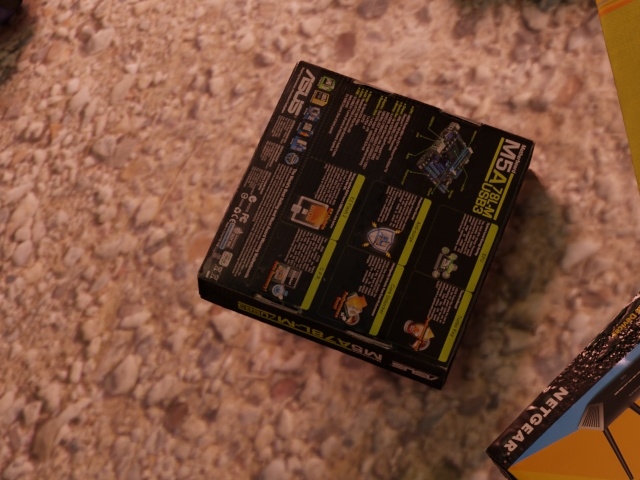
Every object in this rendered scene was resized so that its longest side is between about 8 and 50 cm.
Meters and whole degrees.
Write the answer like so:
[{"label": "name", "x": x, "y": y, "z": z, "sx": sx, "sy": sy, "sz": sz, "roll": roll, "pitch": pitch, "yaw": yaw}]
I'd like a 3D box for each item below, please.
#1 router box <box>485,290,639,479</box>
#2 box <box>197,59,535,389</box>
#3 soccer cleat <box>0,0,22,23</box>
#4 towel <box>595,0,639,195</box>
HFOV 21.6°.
[{"label": "router box", "x": 0.209, "y": 0.109, "z": 1.022, "sx": 0.179, "sy": 0.046, "sz": 0.133, "roll": -45, "pitch": 47, "yaw": -6}, {"label": "box", "x": 0.033, "y": -0.015, "z": 1.170, "sx": 0.184, "sy": 0.045, "sz": 0.191, "roll": 20, "pitch": 66, "yaw": 6}, {"label": "soccer cleat", "x": -0.354, "y": -0.307, "z": 1.648, "sx": 0.121, "sy": 0.093, "sz": 0.289, "roll": -31, "pitch": 46, "yaw": 17}, {"label": "towel", "x": 0.248, "y": -0.148, "z": 1.180, "sx": 0.102, "sy": 0.021, "sz": 0.237, "roll": -24, "pitch": 58, "yaw": 29}]
